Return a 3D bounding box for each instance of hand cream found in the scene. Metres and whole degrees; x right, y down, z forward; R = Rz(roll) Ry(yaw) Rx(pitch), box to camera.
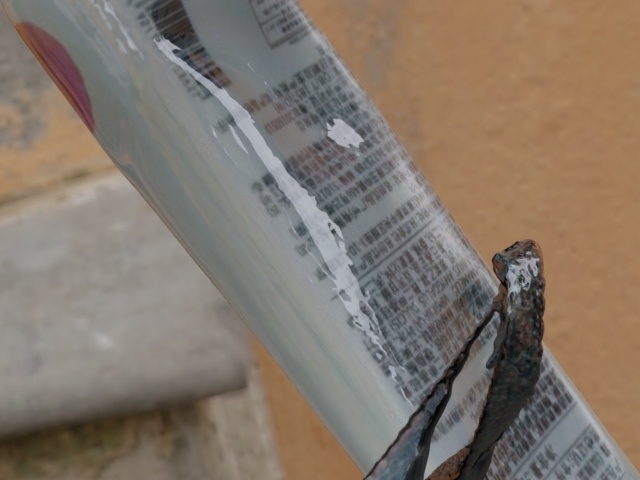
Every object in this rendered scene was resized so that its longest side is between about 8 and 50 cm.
[{"bbox_3d":[0.000,0.000,0.630,0.078,0.340,0.124,-35,1,34],"label":"hand cream"}]

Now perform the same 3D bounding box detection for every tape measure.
[{"bbox_3d":[-0.028,0.073,0.367,0.107,0.179,0.104,14,4,-25],"label":"tape measure"}]
